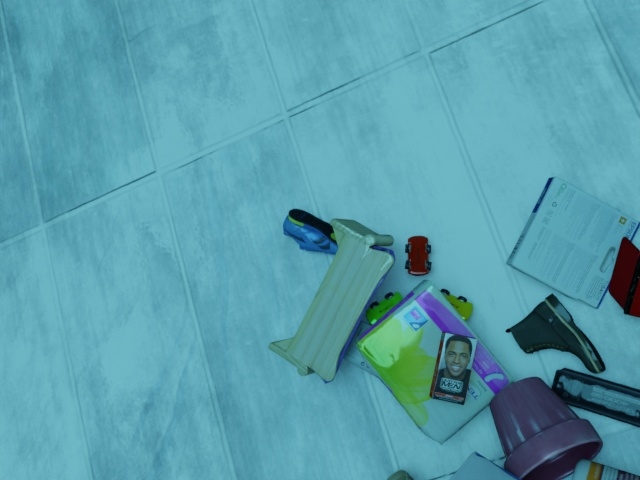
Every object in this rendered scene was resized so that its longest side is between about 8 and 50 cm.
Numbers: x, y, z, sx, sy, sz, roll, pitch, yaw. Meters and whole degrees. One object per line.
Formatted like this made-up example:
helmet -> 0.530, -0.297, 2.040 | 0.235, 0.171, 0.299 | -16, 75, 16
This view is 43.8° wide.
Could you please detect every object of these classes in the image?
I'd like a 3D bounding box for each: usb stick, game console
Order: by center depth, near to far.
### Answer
game console -> 0.675, 0.081, 1.662 | 0.124, 0.085, 0.144 | 13, 121, 18
usb stick -> 0.629, 0.341, 1.676 | 0.278, 0.045, 0.077 | 15, 91, 23

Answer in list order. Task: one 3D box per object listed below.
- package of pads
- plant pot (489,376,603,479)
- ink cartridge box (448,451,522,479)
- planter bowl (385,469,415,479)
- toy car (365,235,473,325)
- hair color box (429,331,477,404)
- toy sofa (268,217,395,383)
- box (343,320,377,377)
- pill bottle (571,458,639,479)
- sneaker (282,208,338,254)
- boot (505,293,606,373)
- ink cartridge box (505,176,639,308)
package of pads -> 0.244, 0.269, 1.747 | 0.229, 0.101, 0.296 | -41, 88, 0
plant pot -> 0.452, 0.394, 1.662 | 0.201, 0.201, 0.180 | -34, 53, 10
ink cartridge box -> 0.247, 0.653, 1.576 | 0.151, 0.270, 0.395 | 32, 123, 23
planter bowl -> 0.178, 0.600, 1.737 | 0.109, 0.162, 0.162 | 38, 93, -3
toy car -> 0.207, 0.132, 1.854 | 0.225, 0.053, 0.239 | -30, 68, -5
hair color box -> 0.279, 0.268, 1.675 | 0.072, 0.043, 0.141 | 11, 87, 0
toy sofa -> 0.048, 0.140, 1.847 | 0.177, 0.150, 0.363 | 29, 100, 20
box -> 0.125, 0.256, 1.859 | 0.101, 0.087, 0.102 | 26, 89, 23
pill bottle -> 0.662, 0.582, 1.512 | 0.392, 0.224, 0.224 | 13, 83, 23
sneaker -> 0.000, 0.000, 1.986 | 0.209, 0.069, 0.082 | 28, 124, 14
boot -> 0.512, 0.233, 1.736 | 0.137, 0.077, 0.198 | -39, 55, 13
ink cartridge box -> 0.557, 0.006, 1.758 | 0.224, 0.045, 0.223 | 28, 88, -5
